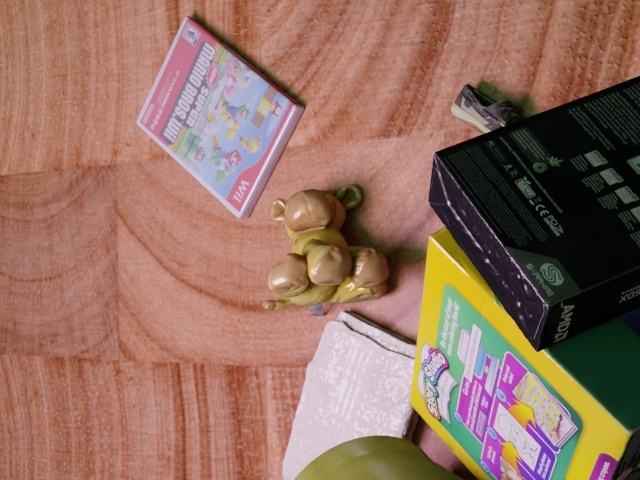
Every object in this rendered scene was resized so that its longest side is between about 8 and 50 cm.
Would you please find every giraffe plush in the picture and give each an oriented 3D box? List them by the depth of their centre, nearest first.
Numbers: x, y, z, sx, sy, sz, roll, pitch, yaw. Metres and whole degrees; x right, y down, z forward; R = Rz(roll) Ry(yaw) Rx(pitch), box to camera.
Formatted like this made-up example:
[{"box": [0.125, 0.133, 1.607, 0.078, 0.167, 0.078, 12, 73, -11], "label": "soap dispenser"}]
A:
[{"box": [0.000, 0.000, 1.759, 0.210, 0.181, 0.170, 130, 138, -67], "label": "giraffe plush"}]

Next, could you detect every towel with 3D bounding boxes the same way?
[{"box": [0.051, 0.254, 1.763, 0.187, 0.049, 0.282, 24, 104, 37], "label": "towel"}]

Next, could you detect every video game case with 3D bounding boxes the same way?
[{"box": [-0.164, -0.196, 1.956, 0.285, 0.025, 0.204, 42, 114, 31], "label": "video game case"}]

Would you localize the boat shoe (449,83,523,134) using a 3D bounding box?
[{"box": [0.232, -0.160, 1.617, 0.152, 0.056, 0.049, 31, 114, 35], "label": "boat shoe"}]

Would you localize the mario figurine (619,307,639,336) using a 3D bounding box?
[{"box": [0.374, 0.083, 1.486, 0.198, 0.170, 0.320, -44, 70, -11], "label": "mario figurine"}]

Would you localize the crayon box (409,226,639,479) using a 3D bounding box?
[{"box": [0.247, 0.180, 1.449, 0.313, 0.106, 0.363, 48, 155, 30], "label": "crayon box"}]

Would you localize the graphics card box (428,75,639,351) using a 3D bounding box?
[{"box": [0.331, -0.052, 1.343, 0.233, 0.371, 0.094, 57, 159, 32], "label": "graphics card box"}]

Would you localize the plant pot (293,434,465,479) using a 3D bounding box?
[{"box": [0.111, 0.429, 1.519, 0.353, 0.366, 0.366, 48, 120, 57], "label": "plant pot"}]
